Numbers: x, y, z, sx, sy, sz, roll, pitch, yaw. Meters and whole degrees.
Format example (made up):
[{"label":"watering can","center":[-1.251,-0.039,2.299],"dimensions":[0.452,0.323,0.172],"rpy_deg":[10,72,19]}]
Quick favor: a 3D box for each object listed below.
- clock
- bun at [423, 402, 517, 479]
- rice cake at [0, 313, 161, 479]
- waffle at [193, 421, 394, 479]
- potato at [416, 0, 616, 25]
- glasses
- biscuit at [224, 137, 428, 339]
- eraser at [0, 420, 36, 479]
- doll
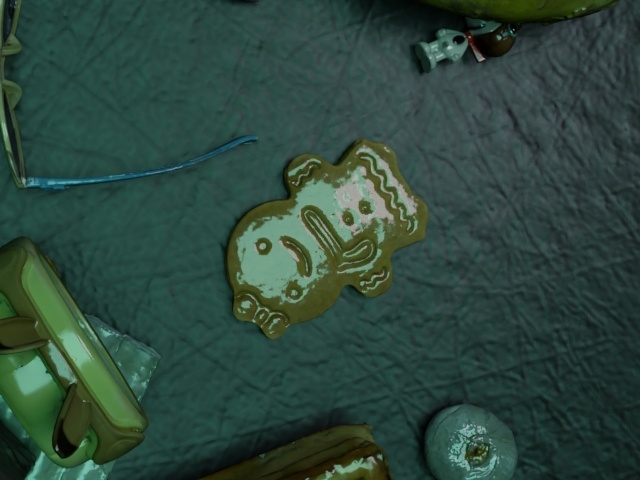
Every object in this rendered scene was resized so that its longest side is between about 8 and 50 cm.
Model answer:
[{"label":"clock","center":[-0.187,0.082,0.893],"dimensions":[0.069,0.232,0.170],"rpy_deg":[-32,95,-8]},{"label":"bun","center":[0.126,0.176,1.089],"dimensions":[0.083,0.045,0.083],"rpy_deg":[1,86,-12]},{"label":"rice cake","center":[-0.216,0.160,1.027],"dimensions":[0.124,0.038,0.211],"rpy_deg":[29,86,-9]},{"label":"waffle","center":[-0.068,0.289,1.016],"dimensions":[0.308,0.091,0.213],"rpy_deg":[-21,107,-10]},{"label":"potato","center":[0.135,-0.237,1.042],"dimensions":[0.251,0.113,0.149],"rpy_deg":[-1,47,-11]},{"label":"glasses","center":[-0.161,-0.134,1.037],"dimensions":[0.220,0.088,0.190],"rpy_deg":[-1,90,-31]},{"label":"biscuit","center":[0.001,-0.006,1.074],"dimensions":[0.184,0.027,0.134],"rpy_deg":[-22,96,-10]},{"label":"eraser","center":[-0.357,0.263,0.926],"dimensions":[0.343,0.144,0.078],"rpy_deg":[-42,96,2]},{"label":"doll","center":[0.125,-0.167,1.089],"dimensions":[0.085,0.040,0.058],"rpy_deg":[-43,85,-12]}]
